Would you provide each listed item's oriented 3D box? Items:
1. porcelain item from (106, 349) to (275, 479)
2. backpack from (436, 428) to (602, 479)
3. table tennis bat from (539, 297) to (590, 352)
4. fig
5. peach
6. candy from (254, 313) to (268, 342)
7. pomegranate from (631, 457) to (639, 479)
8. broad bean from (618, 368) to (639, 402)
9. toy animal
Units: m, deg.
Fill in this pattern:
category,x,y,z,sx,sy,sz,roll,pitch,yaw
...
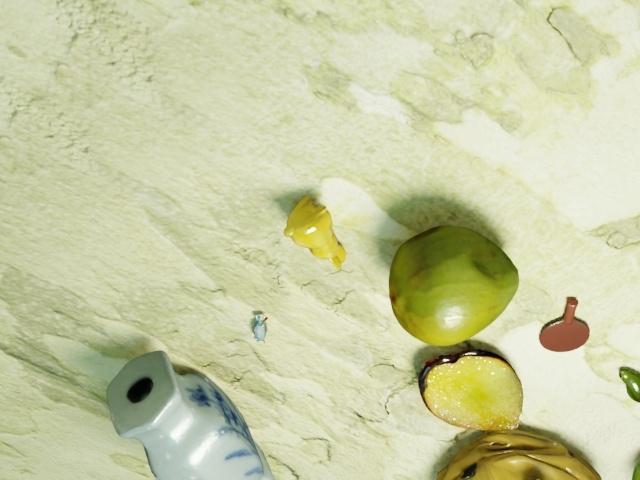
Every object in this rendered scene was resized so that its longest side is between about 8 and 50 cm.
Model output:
category,x,y,z,sx,sy,sz,roll,pitch,yaw
porcelain item,-0.253,0.409,1.679,0.178,0.242,0.405,-37,129,1
backpack,0.457,0.576,1.827,0.378,0.201,0.353,15,134,-7
table tennis bat,0.481,0.170,1.592,0.098,0.019,0.154,-1,133,3
fig,0.226,0.066,1.397,0.230,0.207,0.207,-33,128,-10
peach,0.317,0.302,1.679,0.189,0.068,0.279,-37,119,19
candy,-0.116,0.175,1.609,0.030,0.020,0.083,3,132,3
pomegranate,0.793,0.519,1.791,0.202,0.202,0.248,1,103,1
broad bean,0.682,0.328,1.705,0.061,0.046,0.195,-25,128,18
toy animal,-0.003,0.002,1.427,0.083,0.070,0.159,-48,140,-11
